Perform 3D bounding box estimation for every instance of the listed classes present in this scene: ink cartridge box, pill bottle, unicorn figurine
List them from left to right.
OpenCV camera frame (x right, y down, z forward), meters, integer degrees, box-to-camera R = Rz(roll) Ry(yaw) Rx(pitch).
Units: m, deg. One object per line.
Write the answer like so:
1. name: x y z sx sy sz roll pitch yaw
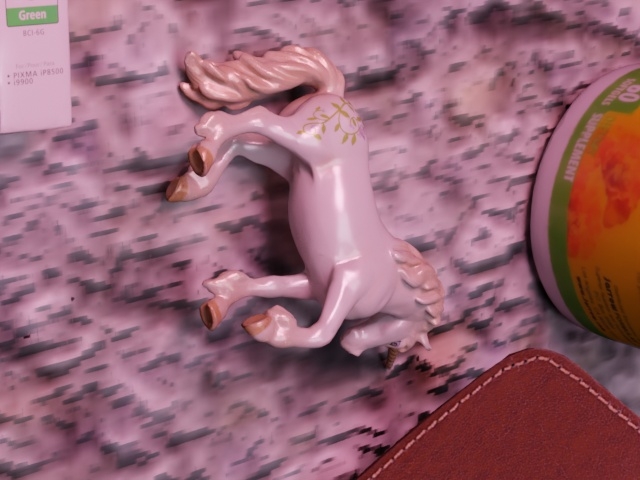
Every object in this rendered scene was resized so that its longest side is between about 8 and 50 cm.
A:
1. ink cartridge box: -0.117 -0.092 0.539 0.063 0.029 0.115 -11 108 -37
2. unicorn figurine: 0.000 0.000 0.641 0.111 0.060 0.162 -18 112 -35
3. pill bottle: 0.224 0.002 0.706 0.136 0.246 0.136 -12 108 -38

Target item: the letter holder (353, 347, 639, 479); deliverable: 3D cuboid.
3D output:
1. letter holder: 0.061 0.225 0.696 0.302 0.214 0.152 -44 157 -11
